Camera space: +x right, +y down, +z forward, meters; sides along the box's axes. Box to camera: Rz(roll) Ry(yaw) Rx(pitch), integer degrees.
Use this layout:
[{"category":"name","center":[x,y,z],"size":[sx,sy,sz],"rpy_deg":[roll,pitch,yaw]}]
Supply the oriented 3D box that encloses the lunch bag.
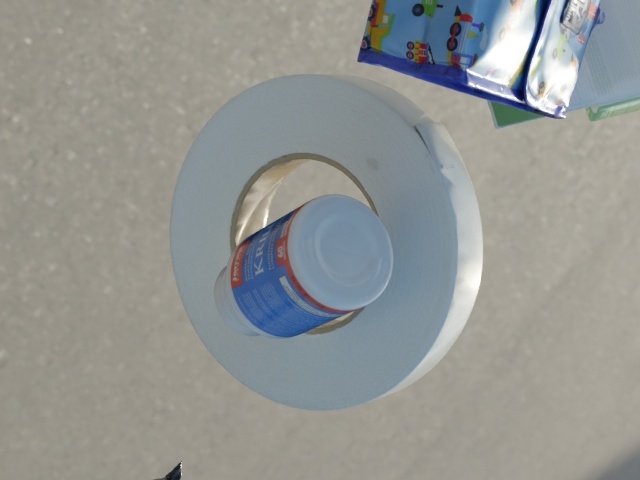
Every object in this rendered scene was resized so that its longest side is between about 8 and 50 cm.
[{"category":"lunch bag","center":[0.196,-0.248,1.494],"size":[0.293,0.138,0.221],"rpy_deg":[8,98,-51]}]

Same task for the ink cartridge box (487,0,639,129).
[{"category":"ink cartridge box","center":[0.286,-0.218,1.695],"size":[0.235,0.171,0.056],"rpy_deg":[-14,163,-2]}]

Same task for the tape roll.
[{"category":"tape roll","center":[0.000,0.000,1.717],"size":[0.072,0.392,0.392],"rpy_deg":[-9,132,-58]}]

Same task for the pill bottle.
[{"category":"pill bottle","center":[-0.028,0.037,1.609],"size":[0.124,0.124,0.221],"rpy_deg":[-37,-175,-34]}]

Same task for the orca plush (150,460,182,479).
[{"category":"orca plush","center":[-0.231,0.354,1.678],"size":[0.151,0.102,0.287],"rpy_deg":[-56,157,21]}]
